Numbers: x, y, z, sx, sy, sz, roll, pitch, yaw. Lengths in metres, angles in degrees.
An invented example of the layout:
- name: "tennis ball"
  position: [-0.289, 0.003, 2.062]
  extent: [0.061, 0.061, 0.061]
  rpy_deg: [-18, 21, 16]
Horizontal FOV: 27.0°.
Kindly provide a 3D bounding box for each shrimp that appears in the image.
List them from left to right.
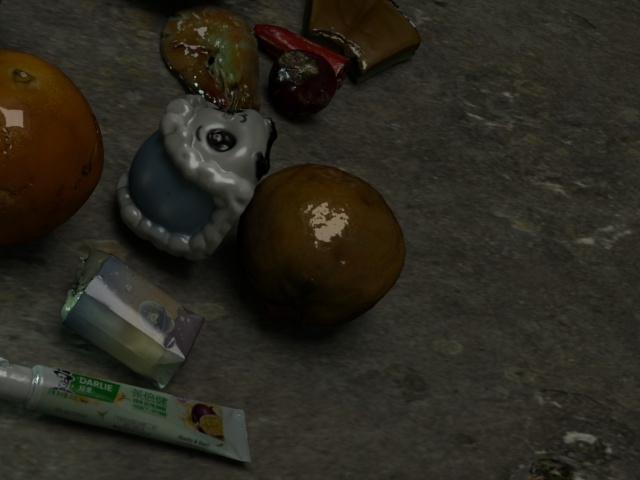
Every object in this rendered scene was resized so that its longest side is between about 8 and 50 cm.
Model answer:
- name: "shrimp"
  position: [-0.157, -0.253, 1.999]
  extent: [0.154, 0.062, 0.294]
  rpy_deg: [0, 46, -18]

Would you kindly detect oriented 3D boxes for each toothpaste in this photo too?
- name: "toothpaste"
  position: [-0.222, 0.192, 1.512]
  extent: [0.314, 0.056, 0.058]
  rpy_deg: [16, 82, -26]

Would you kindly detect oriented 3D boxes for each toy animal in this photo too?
- name: "toy animal"
  position: [-0.162, -0.093, 1.720]
  extent: [0.156, 0.204, 0.208]
  rpy_deg: [29, 31, -12]

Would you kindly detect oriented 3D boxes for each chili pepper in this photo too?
- name: "chili pepper"
  position: [-0.038, -0.299, 2.122]
  extent: [0.169, 0.065, 0.088]
  rpy_deg: [29, 7, 4]

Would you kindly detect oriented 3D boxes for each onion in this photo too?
- name: "onion"
  position: [-0.028, -0.241, 2.049]
  extent: [0.107, 0.097, 0.107]
  rpy_deg: [-2, 73, 7]

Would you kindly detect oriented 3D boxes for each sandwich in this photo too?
- name: "sandwich"
  position: [0.030, -0.380, 2.247]
  extent: [0.245, 0.063, 0.212]
  rpy_deg: [43, 41, 13]

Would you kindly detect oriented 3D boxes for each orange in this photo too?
- name: "orange"
  position: [-0.380, -0.110, 1.572]
  extent: [0.240, 0.240, 0.240]
  rpy_deg: [19, 42, -18]

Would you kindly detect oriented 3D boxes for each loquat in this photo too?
- name: "loquat"
  position: [0.000, 0.000, 1.742]
  extent: [0.238, 0.193, 0.238]
  rpy_deg: [22, 44, -24]

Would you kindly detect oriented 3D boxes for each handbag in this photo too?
- name: "handbag"
  position: [-0.230, 0.090, 1.577]
  extent: [0.173, 0.095, 0.117]
  rpy_deg: [36, 23, -7]

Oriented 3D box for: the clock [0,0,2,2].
- name: "clock"
  position: [-0.487, -0.401, 1.729]
  extent: [0.220, 0.255, 0.106]
  rpy_deg: [33, 35, -23]
